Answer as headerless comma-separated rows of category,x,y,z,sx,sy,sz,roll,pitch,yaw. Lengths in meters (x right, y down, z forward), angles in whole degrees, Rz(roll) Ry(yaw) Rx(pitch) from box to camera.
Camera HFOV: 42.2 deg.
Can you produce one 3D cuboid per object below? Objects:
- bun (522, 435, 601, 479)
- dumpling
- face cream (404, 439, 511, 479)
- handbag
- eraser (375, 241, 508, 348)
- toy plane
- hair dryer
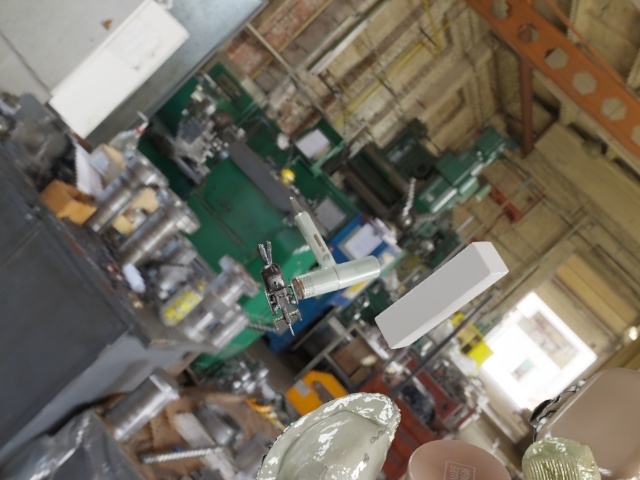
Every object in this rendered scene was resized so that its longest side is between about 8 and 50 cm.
bun,0.358,0.338,1.227,0.115,0.115,0.069,47,40,13
dumpling,0.005,0.306,1.182,0.172,0.247,0.142,23,-38,40
face cream,0.189,0.371,1.178,0.149,0.104,0.149,6,27,-3
handbag,0.520,0.361,1.533,0.283,0.301,0.149,16,-48,46
eraser,0.249,0.117,1.740,0.076,0.298,0.078,0,55,-51
toy plane,-0.044,0.059,0.886,0.049,0.031,0.121,-120,-168,-52
hair dryer,0.006,-0.004,1.427,0.044,0.154,0.183,-34,-108,63
